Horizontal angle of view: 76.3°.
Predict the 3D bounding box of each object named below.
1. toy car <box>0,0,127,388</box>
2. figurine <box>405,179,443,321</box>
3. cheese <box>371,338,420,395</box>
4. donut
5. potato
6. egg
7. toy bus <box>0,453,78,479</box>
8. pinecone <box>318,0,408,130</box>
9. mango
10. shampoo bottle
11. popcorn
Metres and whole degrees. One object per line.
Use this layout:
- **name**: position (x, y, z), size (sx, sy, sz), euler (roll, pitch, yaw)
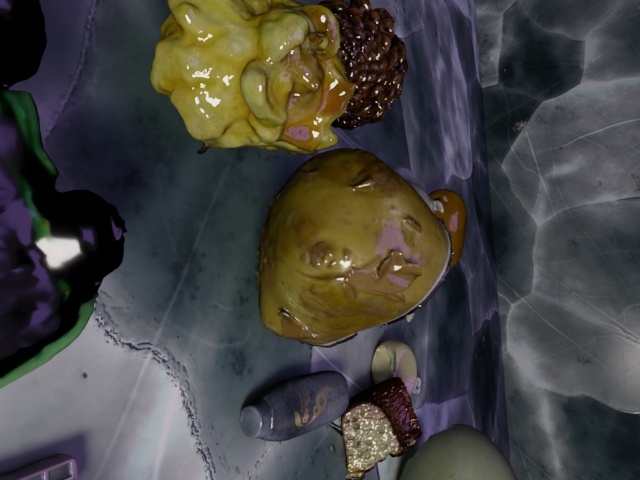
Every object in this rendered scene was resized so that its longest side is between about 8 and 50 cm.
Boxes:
- **toy car**: position (-0.282, -0.070, 0.230), size (0.213, 0.176, 0.359), euler (-36, 118, -52)
- **figurine**: position (0.170, 0.048, 0.884), size (0.394, 0.226, 0.275), euler (47, 33, -60)
- **cheese**: position (0.196, 0.321, 0.974), size (0.227, 0.064, 0.137), euler (43, 54, -43)
- **donut**: position (0.107, 0.356, 0.799), size (0.186, 0.144, 0.126), euler (-12, 88, -16)
- **potato**: position (0.000, 0.000, 0.564), size (0.196, 0.299, 0.247), euler (40, 40, -25)
- **egg**: position (0.313, 0.590, 0.913), size (0.336, 0.278, 0.278), euler (-56, 130, -41)
- **toy bus**: position (-0.264, 0.215, 0.321), size (0.130, 0.036, 0.052), euler (5, 79, -57)
- **pinecone**: position (0.051, -0.304, 0.744), size (0.221, 0.221, 0.222), euler (14, 73, -55)
- **mango**: position (0.369, -0.027, 1.229), size (0.175, 0.139, 0.255), euler (-17, 106, -53)
- **shampoo bottle**: position (-0.032, 0.262, 0.652), size (0.233, 0.049, 0.087), euler (14, 71, -55)
- **popcorn**: position (-0.075, -0.213, 0.527), size (0.286, 0.252, 0.215), euler (-18, 145, -52)
